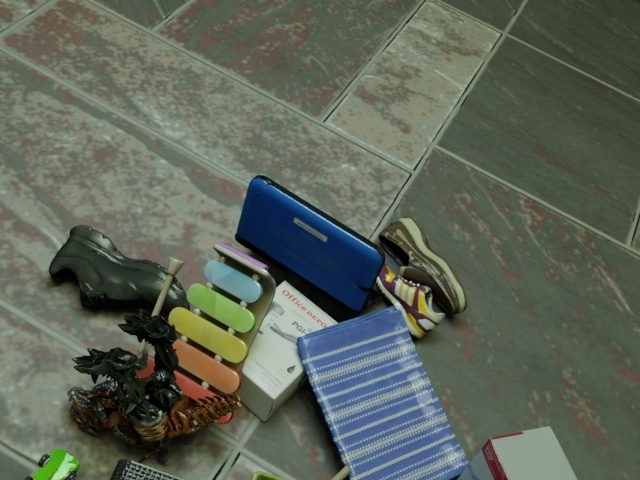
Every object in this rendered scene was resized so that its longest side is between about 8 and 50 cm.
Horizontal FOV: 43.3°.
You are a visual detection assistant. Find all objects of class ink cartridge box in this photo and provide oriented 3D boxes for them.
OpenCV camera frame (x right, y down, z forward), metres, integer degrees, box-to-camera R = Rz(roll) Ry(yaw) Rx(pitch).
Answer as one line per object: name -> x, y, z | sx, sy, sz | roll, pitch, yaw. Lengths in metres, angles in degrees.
ink cartridge box -> -0.083, 0.201, 1.504 | 0.158, 0.092, 0.218 | 38, 49, 14
ink cartridge box -> 0.336, 0.426, 1.393 | 0.128, 0.176, 0.127 | -5, 51, -22

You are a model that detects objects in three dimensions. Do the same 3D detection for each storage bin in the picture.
storage bin -> -0.246, 0.423, 1.247 | 0.180, 0.122, 0.084 | 19, 48, -1

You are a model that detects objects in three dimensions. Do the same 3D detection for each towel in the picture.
towel -> 0.115, 0.295, 1.457 | 0.243, 0.040, 0.336 | -13, 70, -33

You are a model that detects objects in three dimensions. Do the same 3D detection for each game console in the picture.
game console -> 0.000, 0.000, 1.577 | 0.293, 0.250, 0.173 | 32, 44, 12

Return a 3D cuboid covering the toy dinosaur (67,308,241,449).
toy dinosaur -> -0.273, 0.242, 1.294 | 0.321, 0.219, 0.164 | -11, 21, 7

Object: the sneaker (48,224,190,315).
sneaker -> -0.378, 0.087, 1.514 | 0.286, 0.109, 0.130 | 25, 58, 13

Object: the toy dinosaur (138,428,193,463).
toy dinosaur -> -0.263, 0.333, 1.373 | 0.090, 0.047, 0.082 | -1, 33, -5

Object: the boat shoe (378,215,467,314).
boat shoe -> 0.209, 0.065, 1.721 | 0.095, 0.095, 0.257 | -22, 54, -16

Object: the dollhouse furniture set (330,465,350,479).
dollhouse furniture set -> 0.034, 0.501, 1.190 | 0.212, 0.242, 0.161 | 42, 52, 19

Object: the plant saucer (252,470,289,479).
plant saucer -> -0.023, 0.418, 1.044 | 0.188, 0.045, 0.188 | 23, 46, -15

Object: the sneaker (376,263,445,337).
sneaker -> 0.183, 0.106, 1.660 | 0.186, 0.084, 0.069 | 57, 16, 20

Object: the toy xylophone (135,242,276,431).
toy xylophone -> -0.212, 0.158, 1.391 | 0.236, 0.081, 0.323 | 18, 89, 20

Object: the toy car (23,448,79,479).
toy car -> -0.451, 0.423, 1.230 | 0.239, 0.053, 0.225 | 29, 49, 7
